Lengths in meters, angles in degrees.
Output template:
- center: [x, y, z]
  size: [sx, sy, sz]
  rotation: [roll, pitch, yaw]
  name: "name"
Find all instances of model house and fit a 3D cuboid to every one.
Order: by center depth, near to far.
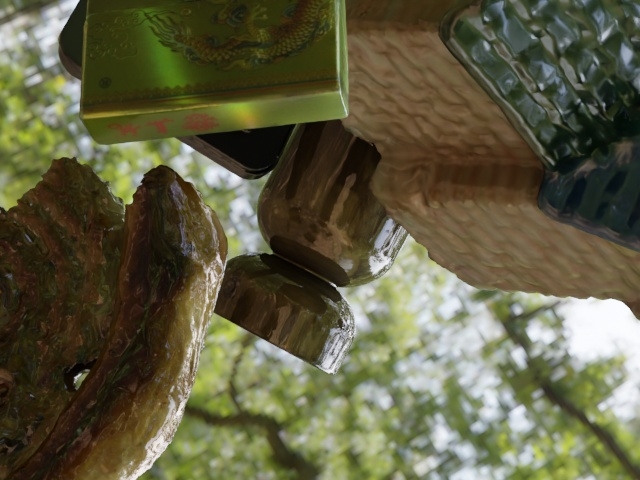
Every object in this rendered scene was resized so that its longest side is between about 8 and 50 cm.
- center: [0.256, -0.188, 1.509]
  size: [0.400, 0.395, 0.445]
  rotation: [11, -25, 49]
  name: "model house"

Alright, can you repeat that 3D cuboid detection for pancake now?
- center: [-0.149, 0.059, 0.987]
  size: [0.056, 0.212, 0.257]
  rotation: [81, -11, -67]
  name: "pancake"

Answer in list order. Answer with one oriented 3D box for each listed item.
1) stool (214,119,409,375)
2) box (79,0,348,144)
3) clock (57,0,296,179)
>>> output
- center: [0.000, 0.000, 1.839]
  size: [0.179, 0.264, 0.179]
  rotation: [28, -4, 2]
  name: "stool"
- center: [-0.070, -0.213, 1.091]
  size: [0.043, 0.173, 0.311]
  rotation: [70, 17, -60]
  name: "box"
- center: [-0.123, -0.241, 1.774]
  size: [0.279, 0.273, 0.049]
  rotation: [30, -26, -16]
  name: "clock"
